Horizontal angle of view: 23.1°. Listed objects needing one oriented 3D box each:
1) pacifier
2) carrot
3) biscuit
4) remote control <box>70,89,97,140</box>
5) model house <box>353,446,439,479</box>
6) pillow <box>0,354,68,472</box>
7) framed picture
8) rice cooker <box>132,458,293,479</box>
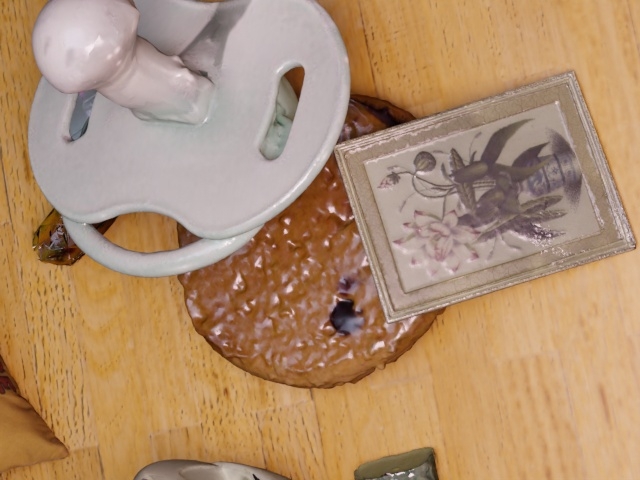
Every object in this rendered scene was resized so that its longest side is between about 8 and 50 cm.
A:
[{"bbox_3d":[-0.155,-0.124,1.372,0.343,0.269,0.288,3,74,33],"label":"pacifier"},{"bbox_3d":[-0.209,-0.069,1.576,0.069,0.069,0.228,44,107,21],"label":"carrot"},{"bbox_3d":[0.001,0.000,1.464,0.296,0.075,0.296,-4,80,25],"label":"biscuit"},{"bbox_3d":[-0.225,-0.140,1.607,0.166,0.029,0.065,-35,72,20],"label":"remote control"},{"bbox_3d":[0.078,0.240,1.430,0.079,0.066,0.083,-18,97,13],"label":"model house"},{"bbox_3d":[-0.456,0.151,1.574,0.310,0.312,0.119,51,140,19],"label":"pillow"},{"bbox_3d":[0.143,-0.038,1.380,0.231,0.010,0.173,-18,79,-2],"label":"framed picture"},{"bbox_3d":[-0.079,0.342,1.380,0.288,0.288,0.277,27,98,25],"label":"rice cooker"}]
